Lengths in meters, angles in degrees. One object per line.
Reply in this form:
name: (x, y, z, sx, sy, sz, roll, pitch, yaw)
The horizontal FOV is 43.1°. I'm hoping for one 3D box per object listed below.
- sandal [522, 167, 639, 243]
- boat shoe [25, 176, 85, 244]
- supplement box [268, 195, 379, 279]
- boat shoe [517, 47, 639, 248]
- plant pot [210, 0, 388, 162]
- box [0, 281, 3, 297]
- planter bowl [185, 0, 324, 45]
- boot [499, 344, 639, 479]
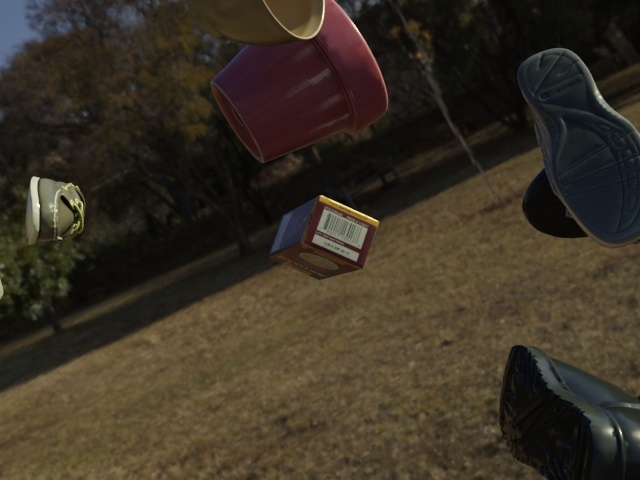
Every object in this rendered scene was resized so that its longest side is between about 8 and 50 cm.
sandal: (0.527, -0.067, 1.199, 0.445, 0.168, 0.107, -3, 33, -5)
boat shoe: (-0.446, -0.051, 1.373, 0.091, 0.109, 0.305, 6, 5, -17)
supplement box: (0.000, 0.000, 1.269, 0.081, 0.104, 0.188, -70, 15, -15)
boat shoe: (0.349, -0.117, 1.072, 0.118, 0.320, 0.103, -24, -37, 10)
plant pot: (-0.039, -0.205, 1.087, 0.180, 0.201, 0.201, -35, 7, -8)
box: (-0.609, 0.039, 1.090, 0.148, 0.311, 0.121, 107, 179, -52)
planter bowl: (-0.082, -0.284, 0.888, 0.109, 0.162, 0.162, -11, 15, 29)
boot: (0.276, 0.163, 0.676, 0.207, 0.094, 0.246, 10, 5, -5)
